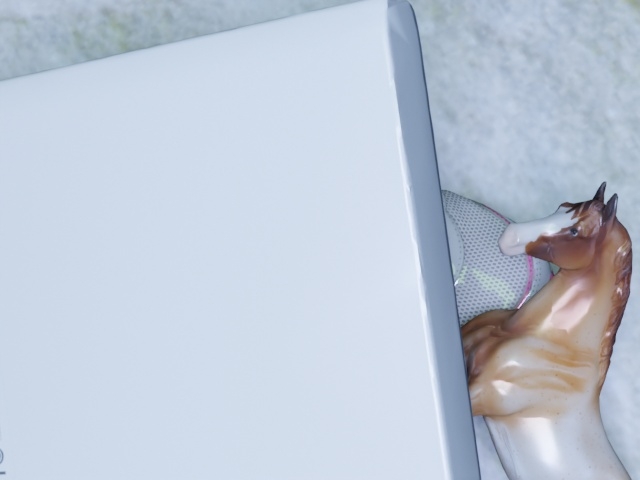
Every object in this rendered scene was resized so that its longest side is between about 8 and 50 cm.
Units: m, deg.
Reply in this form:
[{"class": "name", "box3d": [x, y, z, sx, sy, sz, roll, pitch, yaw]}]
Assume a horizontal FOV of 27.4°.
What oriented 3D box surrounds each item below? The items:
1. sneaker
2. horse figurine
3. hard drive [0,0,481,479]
[{"class": "sneaker", "box3d": [0.000, 0.000, 0.699, 0.252, 0.111, 0.103, 13, 79, 9]}, {"class": "horse figurine", "box3d": [0.096, 0.118, 0.661, 0.174, 0.066, 0.263, -18, 98, 1]}, {"class": "hard drive", "box3d": [-0.106, 0.029, 0.656, 0.353, 0.047, 0.233, -8, 90, 26]}]
